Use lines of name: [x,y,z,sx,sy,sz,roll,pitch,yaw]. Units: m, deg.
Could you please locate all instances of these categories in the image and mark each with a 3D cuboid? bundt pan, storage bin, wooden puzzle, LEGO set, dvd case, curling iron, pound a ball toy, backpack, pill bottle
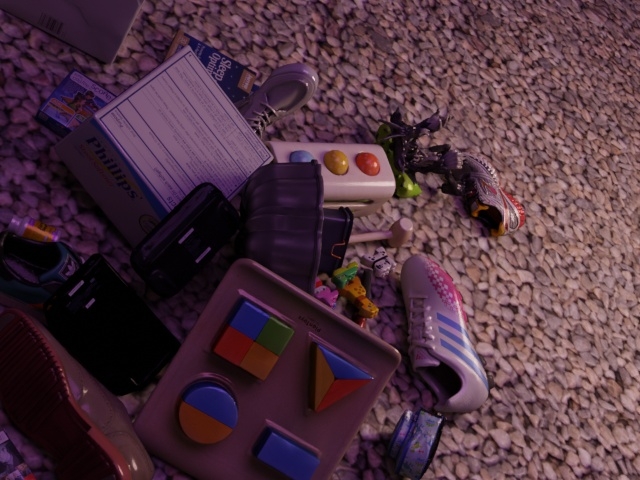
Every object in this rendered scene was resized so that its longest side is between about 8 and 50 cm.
bundt pan: [-0.085,0.015,1.765,0.124,0.331,0.331,6,55,-10]
storage bin: [0.000,0.000,1.939,0.091,0.135,0.098,10,17,-15]
wooden puzzle: [-0.082,0.251,1.605,0.322,0.080,0.348,32,90,-11]
LEGO set: [0.061,0.104,1.912,0.227,0.087,0.093,-24,55,-39]
dvd case: [-0.467,0.344,1.477,0.087,0.013,0.119,-28,79,-42]
curling iron: [0.062,0.152,1.942,0.068,0.035,0.274,33,48,-10]
pound a ball toy: [0.041,-0.097,2.031,0.319,0.136,0.208,-2,61,-33]
backpack: [0.166,0.367,1.820,0.084,0.105,0.114,19,48,7]
pill bottle: [-0.478,-0.013,1.693,0.083,0.043,0.043,25,49,-17]

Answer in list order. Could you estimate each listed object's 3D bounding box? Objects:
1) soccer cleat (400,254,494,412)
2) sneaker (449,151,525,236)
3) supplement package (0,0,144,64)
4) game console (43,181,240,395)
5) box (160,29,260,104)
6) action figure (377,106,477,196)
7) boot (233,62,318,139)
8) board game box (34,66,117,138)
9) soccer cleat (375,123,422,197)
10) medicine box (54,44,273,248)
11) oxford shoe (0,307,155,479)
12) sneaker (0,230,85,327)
soccer cleat: [0.219,0.178,1.972,0.143,0.116,0.331,-9,66,-38]
sneaker: [0.363,-0.106,2.284,0.092,0.088,0.225,-33,79,-37]
supplement package: [-0.462,-0.499,1.927,0.261,0.204,0.145,27,49,-15]
game console: [-0.261,0.065,1.650,0.361,0.044,0.213,-48,119,-22]
box: [-0.217,-0.330,2.090,0.225,0.036,0.136,28,48,-16]
action figure: [0.236,-0.198,2.157,0.275,0.141,0.164,28,46,-50]
boot: [-0.108,-0.235,1.951,0.095,0.258,0.123,36,49,-23]
board game box: [-0.408,-0.218,1.886,0.201,0.035,0.136,34,47,-9]
soccer cleat: [0.170,-0.174,2.229,0.072,0.060,0.179,1,66,-44]
medicine box: [-0.273,-0.157,1.815,0.263,0.149,0.289,53,46,-13]
oxford shoe: [-0.382,0.251,1.552,0.348,0.123,0.130,56,22,12]
sneaker: [-0.402,0.078,1.627,0.302,0.121,0.108,23,50,-19]
